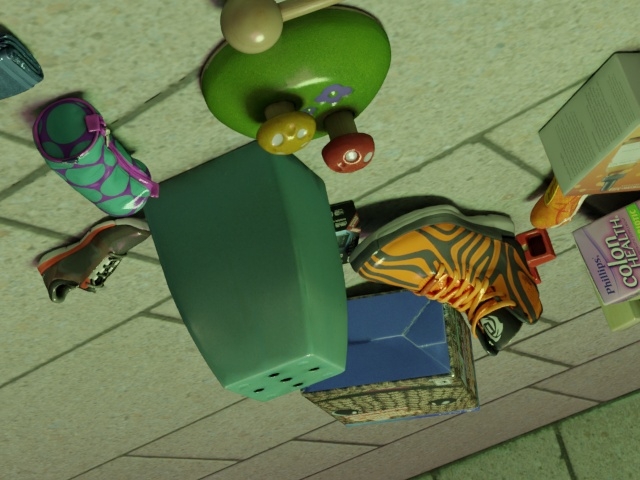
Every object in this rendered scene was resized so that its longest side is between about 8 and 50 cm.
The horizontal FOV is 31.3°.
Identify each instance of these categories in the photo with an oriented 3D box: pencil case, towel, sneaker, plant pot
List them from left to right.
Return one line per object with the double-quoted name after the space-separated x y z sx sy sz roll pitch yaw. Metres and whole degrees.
-0.293 -0.130 0.938 0.119 0.029 0.067 -20 158 7 "towel"
-0.211 -0.075 1.082 0.070 0.064 0.151 -3 161 11 "pencil case"
-0.249 0.027 1.298 0.158 0.065 0.061 -27 156 25 "sneaker"
-0.064 0.044 1.244 0.166 0.234 0.165 -23 157 14 "plant pot"
0.188 0.058 1.498 0.321 0.180 0.124 -3 149 -42 "sneaker"
0.323 -0.075 1.491 0.067 0.064 0.175 17 140 -22 "sneaker"

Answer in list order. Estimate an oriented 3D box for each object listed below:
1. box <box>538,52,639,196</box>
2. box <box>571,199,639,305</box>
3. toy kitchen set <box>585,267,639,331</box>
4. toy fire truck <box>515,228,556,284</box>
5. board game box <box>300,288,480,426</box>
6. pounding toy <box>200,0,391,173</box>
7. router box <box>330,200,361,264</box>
0.358 -0.132 1.314 0.130 0.091 0.170 -6 156 -24 "box"
0.518 -0.012 1.633 0.243 0.117 0.213 -29 167 27 "box"
0.581 0.054 1.878 0.166 0.122 0.207 3 151 -40 "toy kitchen set"
0.276 0.050 1.753 0.192 0.047 0.135 -24 157 20 "toy fire truck"
0.110 0.187 1.785 0.232 0.141 0.291 -9 160 13 "board game box"
-0.007 -0.130 1.035 0.183 0.110 0.237 -12 158 -13 "pounding toy"
0.000 0.000 1.447 0.092 0.038 0.122 -13 158 -7 "router box"
